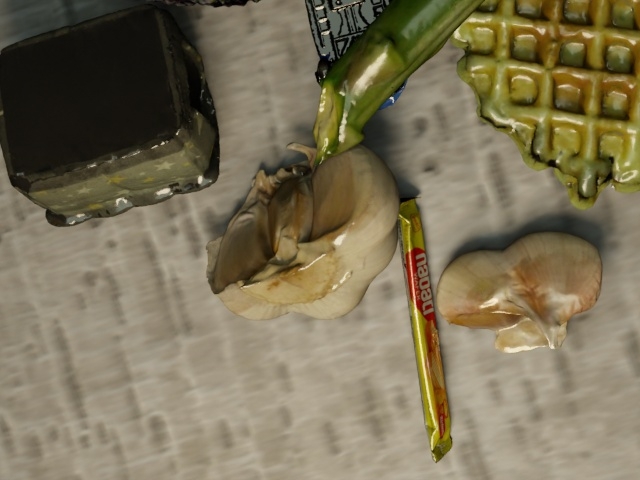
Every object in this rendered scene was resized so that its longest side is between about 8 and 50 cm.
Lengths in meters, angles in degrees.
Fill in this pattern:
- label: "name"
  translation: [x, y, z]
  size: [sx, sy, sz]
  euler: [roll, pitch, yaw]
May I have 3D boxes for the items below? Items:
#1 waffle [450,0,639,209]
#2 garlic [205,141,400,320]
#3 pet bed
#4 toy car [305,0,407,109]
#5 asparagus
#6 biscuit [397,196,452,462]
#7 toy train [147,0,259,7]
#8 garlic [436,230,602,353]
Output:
- label: "waffle"
  translation: [0.289, -0.203, 1.200]
  size: [0.297, 0.073, 0.317]
  euler: [-39, 86, 6]
- label: "garlic"
  translation: [0.000, 0.000, 1.245]
  size: [0.143, 0.178, 0.229]
  euler: [35, 124, -30]
- label: "pet bed"
  translation: [-0.214, -0.123, 1.245]
  size: [0.211, 0.159, 0.183]
  euler: [-16, 72, 8]
- label: "toy car"
  translation: [0.032, -0.239, 1.230]
  size: [0.103, 0.063, 0.216]
  euler: [-13, 103, 9]
- label: "asparagus"
  translation: [0.095, -0.212, 1.163]
  size: [0.343, 0.082, 0.085]
  euler: [-43, 135, 8]
- label: "biscuit"
  translation: [0.110, 0.095, 1.286]
  size: [0.026, 0.048, 0.291]
  euler: [-3, 101, 37]
- label: "toy train"
  translation: [-0.154, -0.359, 1.162]
  size: [0.307, 0.173, 0.248]
  euler: [12, 106, 24]
- label: "garlic"
  translation: [0.208, 0.055, 1.244]
  size: [0.175, 0.099, 0.124]
  euler: [-6, 84, 9]
